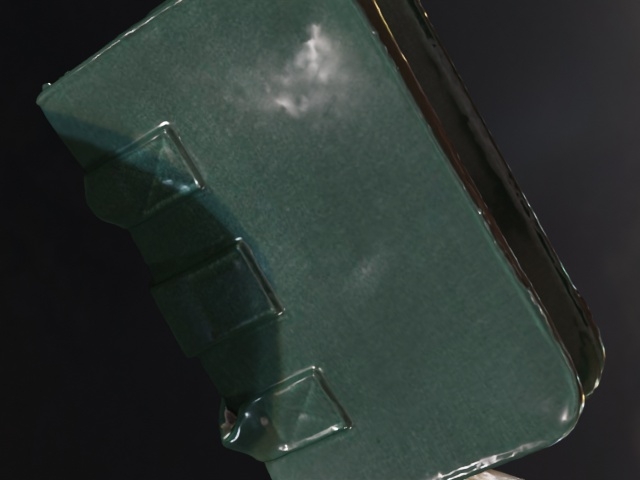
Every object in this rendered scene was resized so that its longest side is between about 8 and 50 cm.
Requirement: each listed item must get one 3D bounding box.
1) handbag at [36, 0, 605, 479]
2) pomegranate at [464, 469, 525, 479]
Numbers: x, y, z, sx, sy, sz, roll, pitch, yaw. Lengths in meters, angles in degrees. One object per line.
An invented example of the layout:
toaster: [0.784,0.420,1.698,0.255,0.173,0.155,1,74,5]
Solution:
handbag: [0.001,-0.001,0.887,0.326,0.238,0.089,60,-150,-5]
pomegranate: [0.107,0.348,1.397,0.319,0.319,0.319,34,-134,-46]
